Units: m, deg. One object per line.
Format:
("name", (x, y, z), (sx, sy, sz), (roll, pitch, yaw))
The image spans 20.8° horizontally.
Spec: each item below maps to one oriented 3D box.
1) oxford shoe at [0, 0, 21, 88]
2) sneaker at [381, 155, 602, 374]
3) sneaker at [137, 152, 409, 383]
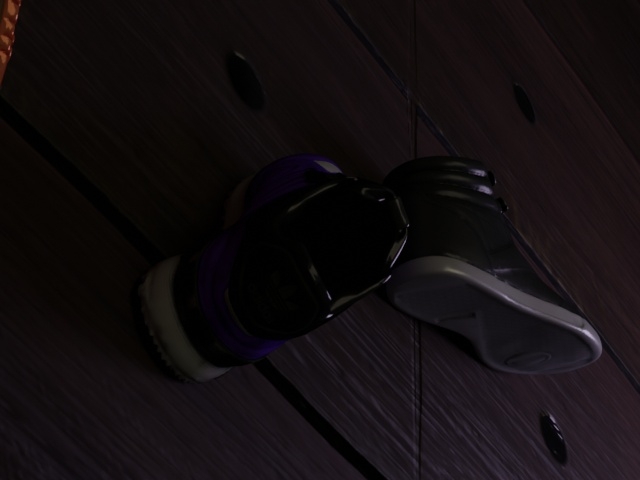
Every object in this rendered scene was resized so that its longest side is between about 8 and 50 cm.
("oxford shoe", (-0.244, -0.221, 0.959), (0.133, 0.130, 0.363), (-1, 72, -29))
("sneaker", (0.154, 0.019, 1.524), (0.296, 0.105, 0.146), (30, 46, -47))
("sneaker", (0.000, 0.001, 1.171), (0.102, 0.146, 0.293), (61, 24, -11))
